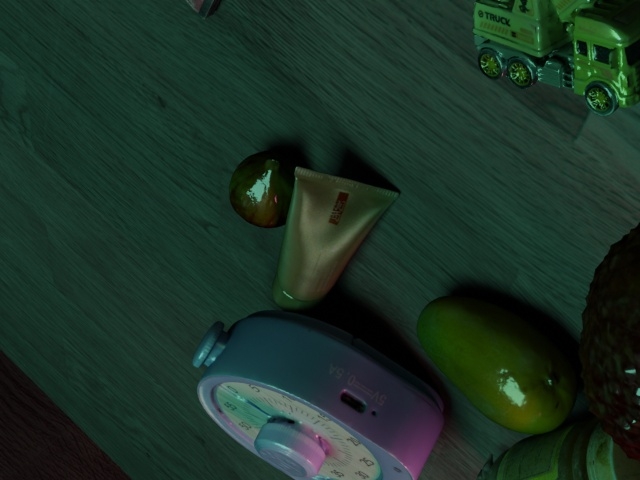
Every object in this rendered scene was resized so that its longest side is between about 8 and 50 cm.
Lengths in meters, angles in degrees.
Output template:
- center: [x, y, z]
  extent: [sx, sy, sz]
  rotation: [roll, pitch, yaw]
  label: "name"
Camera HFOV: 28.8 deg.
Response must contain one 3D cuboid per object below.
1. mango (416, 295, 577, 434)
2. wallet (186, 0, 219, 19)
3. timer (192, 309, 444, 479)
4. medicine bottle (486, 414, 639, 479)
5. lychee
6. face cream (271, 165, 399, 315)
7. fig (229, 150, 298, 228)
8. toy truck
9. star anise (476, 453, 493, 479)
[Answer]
- center: [0.219, 0.146, 1.581]
  extent: [0.251, 0.114, 0.156]
  rotation: [43, 165, 40]
  label: "mango"
- center: [-0.149, -0.378, 1.553]
  extent: [0.119, 0.025, 0.232]
  rotation: [49, 152, 3]
  label: "wallet"
- center: [-0.030, 0.262, 1.920]
  extent: [0.394, 0.173, 0.395]
  rotation: [24, 155, 12]
  label: "timer"
- center: [0.336, 0.295, 1.537]
  extent: [0.151, 0.151, 0.322]
  rotation: [50, 153, 1]
  label: "medicine bottle"
- center: [0.365, 0.099, 1.163]
  extent: [0.260, 0.260, 0.261]
  rotation: [36, 150, 25]
  label: "lychee"
- center: [0.000, 0.000, 1.738]
  extent: [0.137, 0.084, 0.341]
  rotation: [15, 150, -6]
  label: "face cream"
- center: [-0.074, -0.080, 1.730]
  extent: [0.109, 0.103, 0.155]
  rotation: [19, 155, 8]
  label: "fig"
- center: [0.227, -0.200, 1.156]
  extent: [0.191, 0.085, 0.116]
  rotation: [27, 140, 41]
  label: "toy truck"
- center: [0.275, 0.396, 1.774]
  extent: [0.181, 0.061, 0.205]
  rotation: [51, -172, -37]
  label: "star anise"
